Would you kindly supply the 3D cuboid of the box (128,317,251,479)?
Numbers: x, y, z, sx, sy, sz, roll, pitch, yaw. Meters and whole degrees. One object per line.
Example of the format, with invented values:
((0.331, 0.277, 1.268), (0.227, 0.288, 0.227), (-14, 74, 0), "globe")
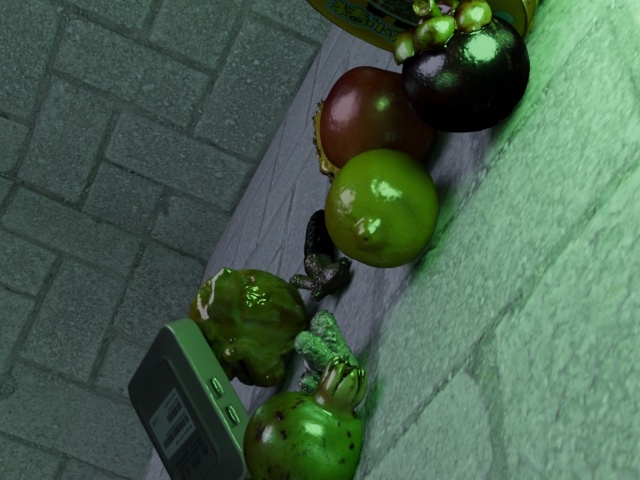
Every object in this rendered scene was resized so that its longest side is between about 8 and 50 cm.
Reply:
((-0.284, 0.401, 2.004), (0.373, 0.090, 0.367), (58, 142, 19), "box")

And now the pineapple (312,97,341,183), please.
((0.046, -0.238, 2.193), (0.225, 0.076, 0.225), (170, 90, -68), "pineapple")

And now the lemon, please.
((0.101, -0.055, 1.476), (0.184, 0.184, 0.248), (-57, 4, 39), "lemon")

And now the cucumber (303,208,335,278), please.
((-0.001, 0.001, 2.106), (0.072, 0.072, 0.300), (-62, 11, 22), "cucumber")

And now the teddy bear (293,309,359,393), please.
((0.016, 0.228, 1.550), (0.133, 0.111, 0.213), (-49, -31, -48), "teddy bear")

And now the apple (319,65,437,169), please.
((0.108, -0.215, 1.673), (0.218, 0.218, 0.201), (-116, 44, -75), "apple")

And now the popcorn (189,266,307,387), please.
((-0.166, 0.191, 2.018), (0.225, 0.276, 0.277), (15, -80, -64), "popcorn")

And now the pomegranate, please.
((-0.025, 0.302, 1.410), (0.241, 0.159, 0.190), (-52, 19, 36), "pomegranate")

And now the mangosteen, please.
((0.196, -0.266, 1.335), (0.194, 0.230, 0.194), (-34, 20, 14), "mangosteen")

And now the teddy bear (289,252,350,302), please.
((0.011, 0.083, 1.893), (0.119, 0.078, 0.160), (-48, 22, -20), "teddy bear")

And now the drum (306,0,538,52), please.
((0.159, -0.472, 1.433), (0.431, 0.431, 0.214), (153, 138, -72), "drum")
